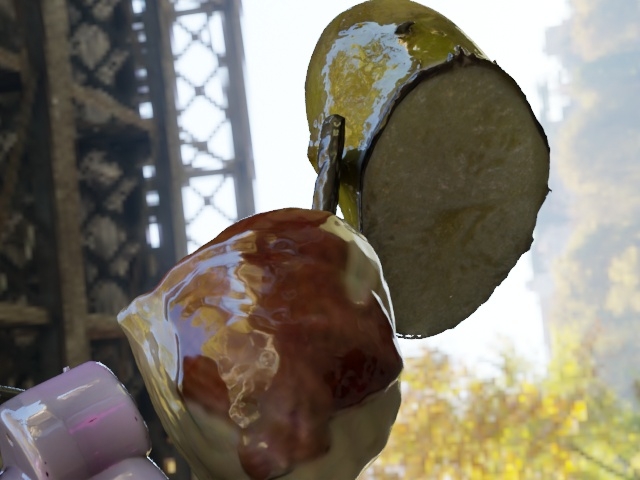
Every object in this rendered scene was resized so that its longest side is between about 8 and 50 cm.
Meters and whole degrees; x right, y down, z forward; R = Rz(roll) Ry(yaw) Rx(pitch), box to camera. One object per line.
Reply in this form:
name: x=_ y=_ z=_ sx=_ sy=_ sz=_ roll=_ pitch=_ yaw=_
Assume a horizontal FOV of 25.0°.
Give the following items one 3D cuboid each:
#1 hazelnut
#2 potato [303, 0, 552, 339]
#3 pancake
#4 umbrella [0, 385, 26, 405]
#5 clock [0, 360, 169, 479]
hazelnut: x=-0.054 y=0.097 z=1.235 sx=0.261 sy=0.241 sz=0.261 roll=-174 pitch=90 yaw=-73
potato: x=0.108 y=-0.118 z=1.889 sx=0.296 sy=0.290 sz=0.397 roll=44 pitch=145 yaw=52
pancake: x=0.000 y=0.000 z=1.646 sx=0.286 sy=0.033 sz=0.288 roll=-85 pitch=2 yaw=-57
umbrella: x=-0.516 y=0.179 z=1.823 sx=0.118 sy=0.340 sz=0.118 roll=-46 pitch=36 yaw=49
clock: x=-0.143 y=0.287 z=1.135 sx=0.322 sy=0.113 sz=0.295 roll=50 pitch=152 yaw=30
